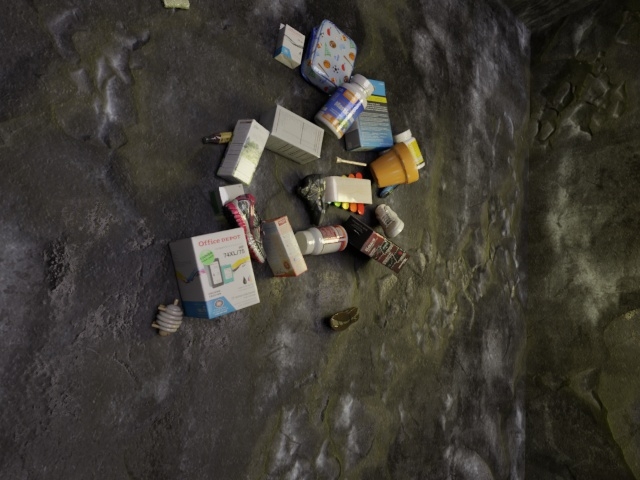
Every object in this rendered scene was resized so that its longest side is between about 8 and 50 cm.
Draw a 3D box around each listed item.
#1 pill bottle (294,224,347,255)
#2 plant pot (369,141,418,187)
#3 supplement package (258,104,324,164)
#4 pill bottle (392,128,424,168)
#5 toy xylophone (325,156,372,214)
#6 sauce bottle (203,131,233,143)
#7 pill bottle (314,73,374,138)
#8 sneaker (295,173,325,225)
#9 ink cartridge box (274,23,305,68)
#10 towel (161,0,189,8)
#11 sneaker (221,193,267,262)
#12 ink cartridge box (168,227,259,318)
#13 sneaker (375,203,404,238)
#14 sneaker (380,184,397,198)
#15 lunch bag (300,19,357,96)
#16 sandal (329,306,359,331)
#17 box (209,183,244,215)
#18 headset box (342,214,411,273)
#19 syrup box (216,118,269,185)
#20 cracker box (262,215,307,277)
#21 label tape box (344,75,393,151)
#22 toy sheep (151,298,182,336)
[{"bbox_3d":[0.000,0.000,1.827,0.221,0.121,0.121,-7,90,-40],"label":"pill bottle"},{"bbox_3d":[0.351,-0.354,2.093,0.188,0.205,0.204,-23,102,1],"label":"plant pot"},{"bbox_3d":[-0.126,-0.431,1.764,0.244,0.134,0.138,20,73,-36],"label":"supplement package"},{"bbox_3d":[0.463,-0.476,2.261,0.119,0.119,0.208,-36,108,-36],"label":"pill bottle"},{"bbox_3d":[0.129,-0.256,1.987,0.323,0.081,0.235,9,79,-38],"label":"toy xylophone"},{"bbox_3d":[-0.381,-0.387,1.613,0.128,0.042,0.042,-19,97,-37],"label":"sauce bottle"},{"bbox_3d":[0.111,-0.602,1.900,0.152,0.152,0.272,39,91,-30],"label":"pill bottle"},{"bbox_3d":[-0.047,-0.174,1.839,0.131,0.087,0.227,-4,102,-20],"label":"sneaker"},{"bbox_3d":[-0.132,-0.860,1.856,0.104,0.060,0.179,17,74,-36],"label":"ink cartridge box"},{"bbox_3d":[-0.544,-0.921,1.548,0.110,0.027,0.147,-20,98,-38],"label":"towel"},{"bbox_3d":[-0.251,-0.034,1.570,0.112,0.121,0.299,-39,138,-24],"label":"sneaker"},{"bbox_3d":[-0.367,0.109,1.465,0.198,0.197,0.269,-15,94,-40],"label":"ink cartridge box"},{"bbox_3d":[0.314,-0.099,2.042,0.123,0.290,0.106,42,103,-14],"label":"sneaker"},{"bbox_3d":[0.358,-0.297,2.200,0.082,0.069,0.209,43,64,6],"label":"sneaker"},{"bbox_3d":[0.035,-0.843,1.960,0.243,0.115,0.302,23,72,-33],"label":"lunch bag"},{"bbox_3d":[0.101,0.348,1.917,0.219,0.060,0.089,-17,102,-54],"label":"sandal"},{"bbox_3d":[-0.342,-0.151,1.586,0.102,0.087,0.101,-16,95,-39],"label":"box"},{"bbox_3d":[0.236,0.010,1.945,0.293,0.218,0.110,30,97,-32],"label":"headset box"},{"bbox_3d":[-0.292,-0.334,1.613,0.093,0.097,0.236,30,74,-50],"label":"syrup box"},{"bbox_3d":[-0.158,0.028,1.672,0.067,0.156,0.232,-30,104,-38],"label":"cracker box"},{"bbox_3d":[0.223,-0.609,2.088,0.241,0.106,0.332,-9,90,-40],"label":"label tape box"},{"bbox_3d":[-0.503,0.256,1.412,0.091,0.091,0.131,20,91,-36],"label":"toy sheep"}]
